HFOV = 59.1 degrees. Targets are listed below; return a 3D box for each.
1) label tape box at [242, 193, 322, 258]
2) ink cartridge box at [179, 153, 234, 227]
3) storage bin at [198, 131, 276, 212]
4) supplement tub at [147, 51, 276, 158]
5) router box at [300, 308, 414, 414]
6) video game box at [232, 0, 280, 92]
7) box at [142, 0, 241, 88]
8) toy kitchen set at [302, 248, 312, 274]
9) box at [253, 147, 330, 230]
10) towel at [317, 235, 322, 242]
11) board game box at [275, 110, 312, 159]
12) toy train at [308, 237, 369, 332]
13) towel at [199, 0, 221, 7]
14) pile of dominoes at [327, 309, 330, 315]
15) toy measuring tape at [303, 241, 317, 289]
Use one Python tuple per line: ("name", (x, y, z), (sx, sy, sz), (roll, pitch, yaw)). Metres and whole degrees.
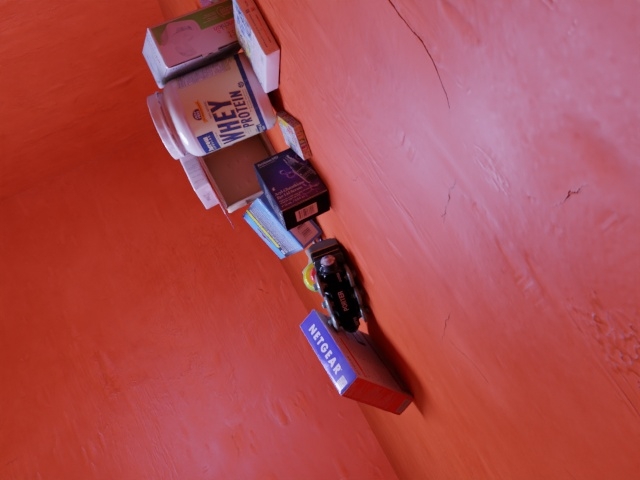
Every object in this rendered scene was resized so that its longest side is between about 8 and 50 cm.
("label tape box", (-0.150, -0.066, 2.099), (0.241, 0.106, 0.333), (49, 162, -6))
("ink cartridge box", (-0.422, -0.169, 2.119), (0.261, 0.066, 0.296), (62, 173, 8))
("storage bin", (-0.299, -0.280, 2.145), (0.260, 0.262, 0.123), (61, 171, 10))
("supplement tub", (-0.317, -0.392, 1.671), (0.235, 0.324, 0.236), (158, 90, -89))
("router box", (0.118, 0.401, 1.878), (0.301, 0.082, 0.335), (30, -166, -38))
("video game box", (-0.166, -0.512, 1.467), (0.187, 0.048, 0.205), (60, 170, 7))
("box", (-0.366, -0.568, 1.646), (0.127, 0.261, 0.231), (65, 162, -9))
("toy kitchen set", (-0.039, 0.095, 2.371), (0.068, 0.083, 0.075), (12, -146, -44))
("box", (-0.086, -0.157, 1.671), (0.207, 0.153, 0.108), (57, 168, 30))
("towel", (0.000, 0.000, 2.066), (0.083, 0.009, 0.060), (65, 171, -6))
("board game box", (-0.078, -0.303, 1.617), (0.154, 0.026, 0.103), (49, 163, 55))
("toy train", (0.057, 0.150, 1.839), (0.190, 0.142, 0.334), (-110, -1, -51))
("towel", (-0.360, -0.806, 1.751), (0.237, 0.037, 0.329), (49, 165, 48))
("pile of dominoes", (0.074, 0.413, 2.686), (0.196, 0.040, 0.251), (64, 170, -7))
("toy measuring tape", (-0.039, 0.087, 2.198), (0.330, 0.121, 0.121), (61, 170, 11))
